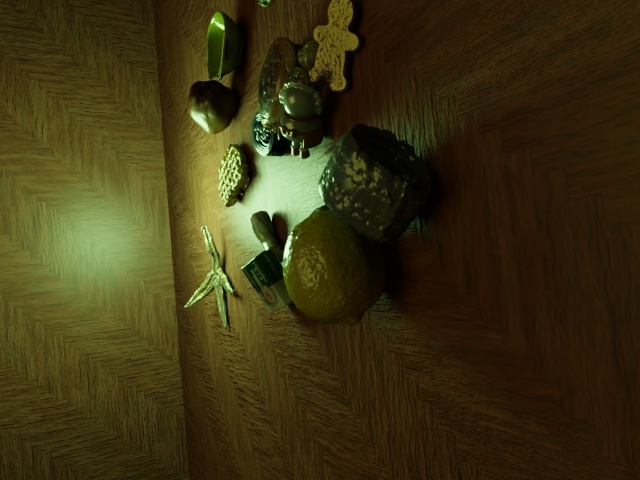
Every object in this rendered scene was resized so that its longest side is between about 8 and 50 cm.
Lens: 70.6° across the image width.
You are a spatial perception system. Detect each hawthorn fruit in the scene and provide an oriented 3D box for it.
[{"bbox_3d":[-0.468,-0.565,1.962,0.248,0.208,0.207,98,154,-56],"label":"hawthorn fruit"}]

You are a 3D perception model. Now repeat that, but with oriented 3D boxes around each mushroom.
[{"bbox_3d":[-0.192,-0.008,1.648,0.092,0.081,0.223,96,152,-57],"label":"mushroom"}]

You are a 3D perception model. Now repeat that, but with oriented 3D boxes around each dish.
[{"bbox_3d":[-0.386,-0.791,1.865,0.221,0.109,0.262,29,116,55],"label":"dish"}]

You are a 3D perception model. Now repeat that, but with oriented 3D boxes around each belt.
[{"bbox_3d":[-0.170,-0.366,1.564,0.190,0.082,0.141,50,135,44],"label":"belt"}]

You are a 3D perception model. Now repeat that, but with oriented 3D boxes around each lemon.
[{"bbox_3d":[0.030,0.057,1.098,0.253,0.254,0.310,-42,56,53],"label":"lemon"}]

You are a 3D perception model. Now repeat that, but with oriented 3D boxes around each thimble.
[{"bbox_3d":[0.118,-0.126,0.975,0.172,0.205,0.236,-61,42,41],"label":"thimble"}]

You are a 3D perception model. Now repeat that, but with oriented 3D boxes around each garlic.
[{"bbox_3d":[-0.016,-0.536,1.289,0.074,0.094,0.112,3,97,27],"label":"garlic"}]

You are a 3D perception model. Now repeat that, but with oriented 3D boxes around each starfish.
[{"bbox_3d":[-0.525,0.199,2.198,0.383,0.132,0.398,52,123,34],"label":"starfish"}]

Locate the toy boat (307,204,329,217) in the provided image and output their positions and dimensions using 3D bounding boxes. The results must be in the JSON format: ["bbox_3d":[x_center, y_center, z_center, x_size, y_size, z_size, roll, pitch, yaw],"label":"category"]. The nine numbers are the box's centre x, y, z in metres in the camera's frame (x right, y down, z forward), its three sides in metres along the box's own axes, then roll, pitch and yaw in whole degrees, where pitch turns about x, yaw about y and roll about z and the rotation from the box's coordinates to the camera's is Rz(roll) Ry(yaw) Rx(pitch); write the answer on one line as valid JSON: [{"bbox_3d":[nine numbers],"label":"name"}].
[{"bbox_3d":[0.000,0.000,1.341,0.134,0.079,0.207,49,123,36],"label":"toy boat"}]

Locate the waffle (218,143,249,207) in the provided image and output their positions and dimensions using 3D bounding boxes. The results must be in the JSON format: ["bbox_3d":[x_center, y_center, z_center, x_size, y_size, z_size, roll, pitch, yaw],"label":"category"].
[{"bbox_3d":[-0.375,-0.275,1.950,0.309,0.065,0.282,31,118,58],"label":"waffle"}]

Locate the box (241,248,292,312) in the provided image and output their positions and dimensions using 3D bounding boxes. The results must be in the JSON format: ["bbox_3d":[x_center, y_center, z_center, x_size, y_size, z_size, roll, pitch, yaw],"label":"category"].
[{"bbox_3d":[-0.172,0.141,1.559,0.199,0.081,0.135,55,145,0],"label":"box"}]

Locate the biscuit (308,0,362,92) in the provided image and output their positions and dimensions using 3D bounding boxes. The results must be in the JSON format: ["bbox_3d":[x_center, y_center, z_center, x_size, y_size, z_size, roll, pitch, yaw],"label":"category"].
[{"bbox_3d":[0.043,-0.517,1.197,0.158,0.035,0.240,30,121,27],"label":"biscuit"}]

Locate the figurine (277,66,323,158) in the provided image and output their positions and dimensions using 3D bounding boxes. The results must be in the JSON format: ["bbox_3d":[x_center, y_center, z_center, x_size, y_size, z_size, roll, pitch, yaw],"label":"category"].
[{"bbox_3d":[-0.060,-0.355,1.286,0.271,0.144,0.143,80,167,-56],"label":"figurine"}]

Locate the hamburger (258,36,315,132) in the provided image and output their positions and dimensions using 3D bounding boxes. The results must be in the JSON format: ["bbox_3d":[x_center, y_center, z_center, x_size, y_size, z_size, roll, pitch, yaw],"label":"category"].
[{"bbox_3d":[-0.117,-0.479,1.413,0.243,0.147,0.285,-128,44,-54],"label":"hamburger"}]

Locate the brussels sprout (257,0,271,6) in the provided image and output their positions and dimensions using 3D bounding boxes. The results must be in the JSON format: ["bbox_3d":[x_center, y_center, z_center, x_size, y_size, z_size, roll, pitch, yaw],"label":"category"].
[{"bbox_3d":[-0.191,-0.852,1.584,0.083,0.046,0.050,-4,96,59],"label":"brussels sprout"}]
